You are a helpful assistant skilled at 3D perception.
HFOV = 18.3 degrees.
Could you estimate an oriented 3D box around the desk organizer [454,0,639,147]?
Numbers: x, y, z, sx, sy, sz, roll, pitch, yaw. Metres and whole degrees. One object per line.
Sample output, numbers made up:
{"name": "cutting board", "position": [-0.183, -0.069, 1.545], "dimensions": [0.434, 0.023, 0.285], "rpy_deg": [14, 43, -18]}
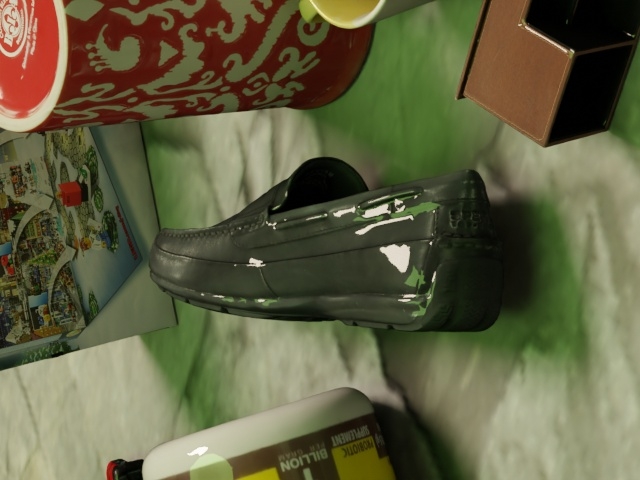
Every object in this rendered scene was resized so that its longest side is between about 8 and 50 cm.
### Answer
{"name": "desk organizer", "position": [0.103, -0.107, 0.805], "dimensions": [0.050, 0.047, 0.130], "rpy_deg": [36, 125, 34]}

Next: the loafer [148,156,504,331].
{"name": "loafer", "position": [0.000, 0.000, 0.935], "dimensions": [0.223, 0.076, 0.078], "rpy_deg": [1, 88, 49]}

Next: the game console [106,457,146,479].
{"name": "game console", "position": [-0.058, 0.182, 1.088], "dimensions": [0.124, 0.085, 0.144], "rpy_deg": [154, 102, -80]}

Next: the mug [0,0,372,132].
{"name": "mug", "position": [-0.078, -0.123, 0.910], "dimensions": [0.113, 0.169, 0.150], "rpy_deg": [-8, 94, 49]}

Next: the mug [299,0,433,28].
{"name": "mug", "position": [0.028, -0.127, 0.870], "dimensions": [0.078, 0.064, 0.062], "rpy_deg": [8, 107, 48]}

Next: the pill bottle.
{"name": "pill bottle", "position": [-0.002, 0.186, 0.946], "dimensions": [0.117, 0.117, 0.215], "rpy_deg": [-22, 84, 49]}

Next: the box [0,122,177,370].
{"name": "box", "position": [-0.169, -0.051, 1.039], "dimensions": [0.044, 0.159, 0.233], "rpy_deg": [-7, 95, 49]}
